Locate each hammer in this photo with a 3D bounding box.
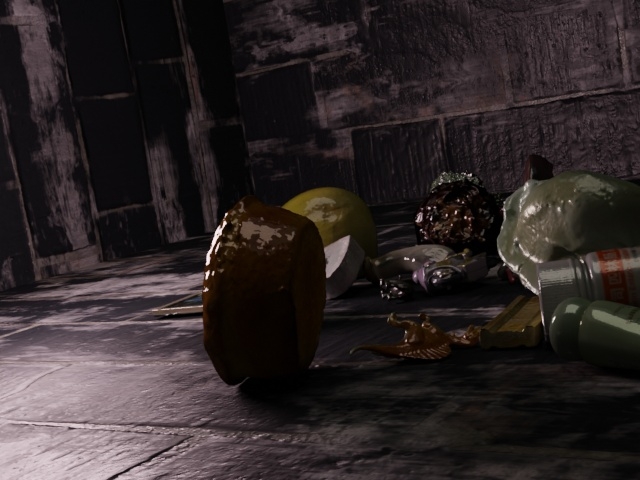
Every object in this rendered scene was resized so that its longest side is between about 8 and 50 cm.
[{"bbox_3d":[0.405,0.071,2.149,0.031,0.052,0.083,25,23,-11],"label":"hammer"}]

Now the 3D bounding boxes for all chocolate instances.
[{"bbox_3d":[0.325,-0.033,2.395,0.224,0.206,0.177,-7,9,14],"label":"chocolate"}]

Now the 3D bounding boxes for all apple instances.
[{"bbox_3d":[0.000,-0.020,2.603,0.257,0.233,0.295,-7,5,-17],"label":"apple"}]

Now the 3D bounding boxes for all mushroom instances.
[{"bbox_3d":[0.204,0.056,2.339,0.223,0.092,0.081,-3,-26,22],"label":"mushroom"}]

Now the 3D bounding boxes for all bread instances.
[{"bbox_3d":[-0.089,0.085,1.643,0.172,0.312,0.312,5,10,11],"label":"bread"}]

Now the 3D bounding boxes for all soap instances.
[{"bbox_3d":[0.349,0.134,1.701,0.092,0.037,0.252,-4,8,27],"label":"soap"}]

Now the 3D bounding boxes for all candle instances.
[{"bbox_3d":[0.028,0.061,2.345,0.168,0.068,0.192,-44,20,-16],"label":"candle"}]

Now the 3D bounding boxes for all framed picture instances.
[{"bbox_3d":[-0.218,0.143,2.436,0.315,0.024,0.232,-5,7,23],"label":"framed picture"}]

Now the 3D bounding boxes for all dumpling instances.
[{"bbox_3d":[0.471,-0.029,1.813,0.270,0.212,0.320,-18,0,-22],"label":"dumpling"}]

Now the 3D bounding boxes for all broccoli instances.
[{"bbox_3d":[0.423,-0.069,2.672,0.252,0.221,0.361,0,-2,15],"label":"broccoli"}]

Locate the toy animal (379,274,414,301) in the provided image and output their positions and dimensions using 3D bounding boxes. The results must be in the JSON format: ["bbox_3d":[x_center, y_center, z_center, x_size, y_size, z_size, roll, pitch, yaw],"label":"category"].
[{"bbox_3d":[0.161,0.103,2.176,0.065,0.047,0.135,-5,5,-10],"label":"toy animal"}]

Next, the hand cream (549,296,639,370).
[{"bbox_3d":[0.459,0.141,1.355,0.305,0.093,0.147,9,17,40],"label":"hand cream"}]

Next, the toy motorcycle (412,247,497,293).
[{"bbox_3d":[0.278,0.069,2.179,0.152,0.073,0.225,-7,7,38],"label":"toy motorcycle"}]

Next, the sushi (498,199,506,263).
[{"bbox_3d":[0.491,-0.028,2.349,0.153,0.150,0.172,-9,7,8],"label":"sushi"}]

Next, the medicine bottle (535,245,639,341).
[{"bbox_3d":[0.463,0.082,1.544,0.252,0.145,0.144,-9,7,13],"label":"medicine bottle"}]

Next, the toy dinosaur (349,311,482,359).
[{"bbox_3d":[0.156,0.176,1.629,0.142,0.057,0.212,18,33,31],"label":"toy dinosaur"}]

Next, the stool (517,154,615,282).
[{"bbox_3d":[0.500,-0.037,2.069,0.178,0.272,0.272,5,10,11],"label":"stool"}]
